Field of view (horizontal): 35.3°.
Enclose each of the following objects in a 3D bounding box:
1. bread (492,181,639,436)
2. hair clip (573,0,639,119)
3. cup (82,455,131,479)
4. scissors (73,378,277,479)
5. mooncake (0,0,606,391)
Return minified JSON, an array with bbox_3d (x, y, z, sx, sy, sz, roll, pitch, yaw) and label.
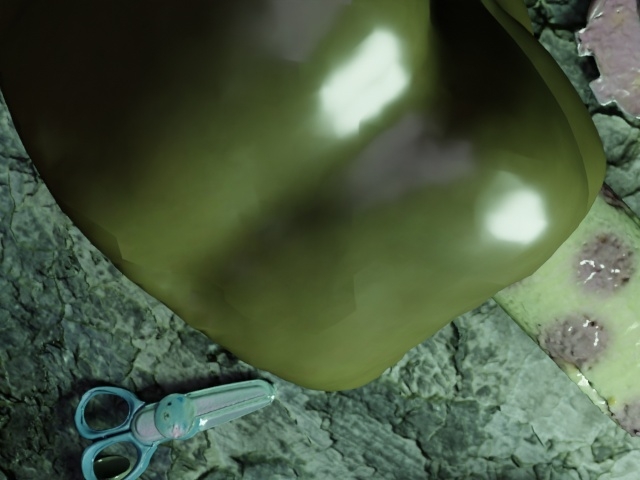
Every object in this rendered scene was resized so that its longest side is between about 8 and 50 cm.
[{"bbox_3d":[0.244,0.019,0.982,0.338,0.187,0.155,45,108,-3],"label":"bread"},{"bbox_3d":[0.331,-0.178,0.975,0.146,0.056,0.187,-20,91,14],"label":"hair clip"},{"bbox_3d":[-0.267,0.318,1.254,0.075,0.054,0.083,-1,109,11],"label":"cup"},{"bbox_3d":[-0.173,0.210,1.199,0.256,0.030,0.125,-18,71,9],"label":"scissors"},{"bbox_3d":[0.000,-0.139,0.722,0.262,0.467,0.467,-37,97,23],"label":"mooncake"}]
